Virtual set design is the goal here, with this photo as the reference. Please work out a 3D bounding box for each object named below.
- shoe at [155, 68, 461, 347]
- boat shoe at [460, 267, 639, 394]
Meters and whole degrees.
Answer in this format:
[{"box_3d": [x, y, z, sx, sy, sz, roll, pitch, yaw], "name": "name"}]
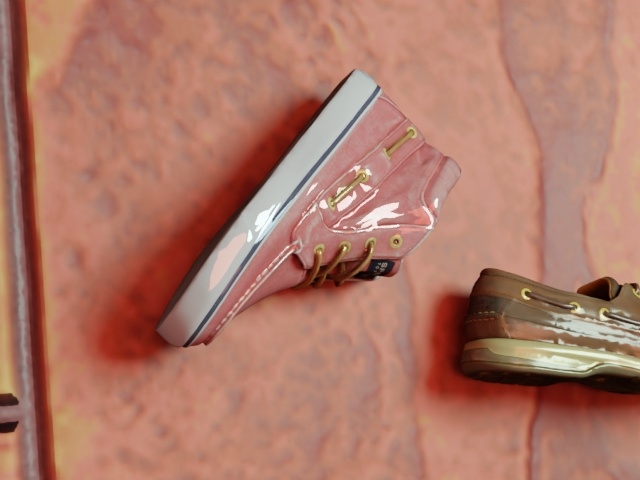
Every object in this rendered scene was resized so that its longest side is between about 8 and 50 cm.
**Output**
[{"box_3d": [0.000, 0.000, 0.702, 0.081, 0.063, 0.178, 40, 60, -6], "name": "shoe"}, {"box_3d": [0.158, 0.049, 0.766, 0.178, 0.064, 0.060, 7, 77, -21], "name": "boat shoe"}]
